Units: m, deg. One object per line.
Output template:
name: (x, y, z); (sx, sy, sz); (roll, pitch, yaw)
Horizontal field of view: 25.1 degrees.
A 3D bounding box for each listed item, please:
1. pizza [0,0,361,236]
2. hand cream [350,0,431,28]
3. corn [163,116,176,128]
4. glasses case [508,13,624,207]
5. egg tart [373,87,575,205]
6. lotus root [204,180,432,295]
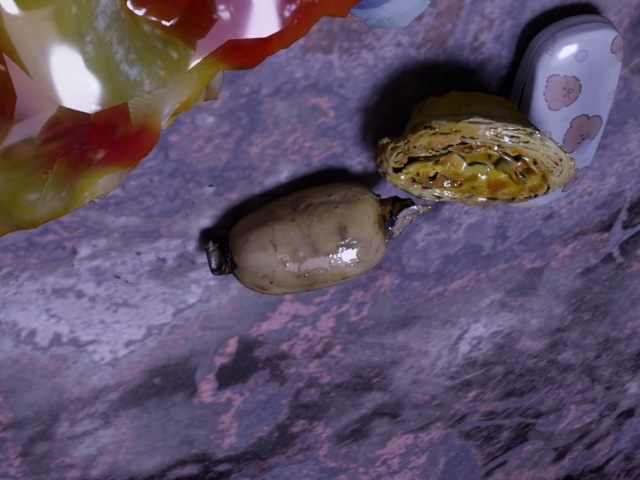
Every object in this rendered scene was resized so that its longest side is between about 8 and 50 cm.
pizza: (-0.069, -0.146, 0.580); (0.440, 0.130, 0.406); (9, 116, -31)
hand cream: (-0.027, -0.183, 0.695); (0.079, 0.048, 0.255); (-40, 137, 13)
corn: (-0.218, -0.056, 0.697); (0.305, 0.106, 0.106); (-10, 143, -20)
glasses case: (0.154, -0.081, 0.939); (0.063, 0.041, 0.164); (-13, 144, -16)
egg tart: (0.098, -0.059, 0.903); (0.129, 0.049, 0.129); (7, 161, 2)
lotus root: (0.000, 0.000, 0.936); (0.152, 0.063, 0.072); (-17, 135, 2)
